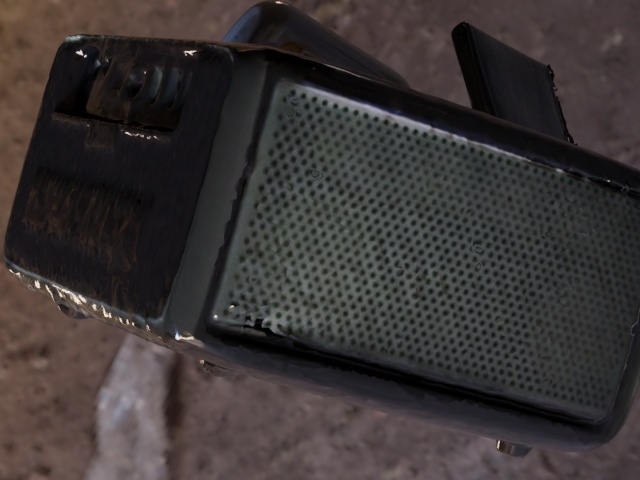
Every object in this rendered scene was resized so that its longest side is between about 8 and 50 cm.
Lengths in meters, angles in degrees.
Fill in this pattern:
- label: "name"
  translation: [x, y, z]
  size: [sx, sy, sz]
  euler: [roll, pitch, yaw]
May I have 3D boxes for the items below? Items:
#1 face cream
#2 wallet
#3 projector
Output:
- label: "face cream"
  translation: [0.019, -0.117, 1.728]
  size: [0.144, 0.291, 0.071]
  euler: [-52, 34, 12]
- label: "wallet"
  translation: [0.202, -0.097, 1.732]
  size: [0.036, 0.167, 0.222]
  euler: [-27, 65, 30]
- label: "projector"
  translation: [0.000, 0.000, 1.381]
  size: [0.395, 0.405, 0.242]
  euler: [17, 91, 61]
